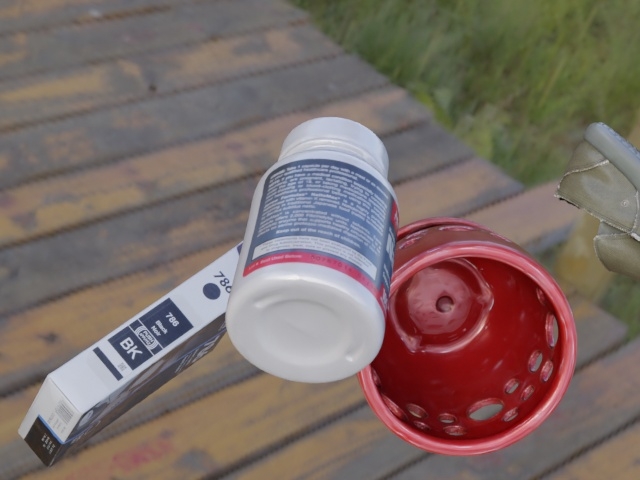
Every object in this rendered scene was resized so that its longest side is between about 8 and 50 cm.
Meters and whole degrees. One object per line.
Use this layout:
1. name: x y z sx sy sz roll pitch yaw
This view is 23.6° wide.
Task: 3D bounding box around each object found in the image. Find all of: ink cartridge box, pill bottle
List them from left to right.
1. ink cartridge box: -0.186 0.120 1.746 0.065 0.165 0.333 47 55 8
2. pill bottle: 0.000 0.000 1.069 0.108 0.108 0.180 19 44 -8

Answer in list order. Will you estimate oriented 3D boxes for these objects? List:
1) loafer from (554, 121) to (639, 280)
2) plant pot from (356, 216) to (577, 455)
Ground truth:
1. loafer: 0.285 0.004 1.283 0.094 0.087 0.251 27 20 -44
2. plant pot: 0.115 0.072 1.356 0.191 0.191 0.174 17 13 -11
